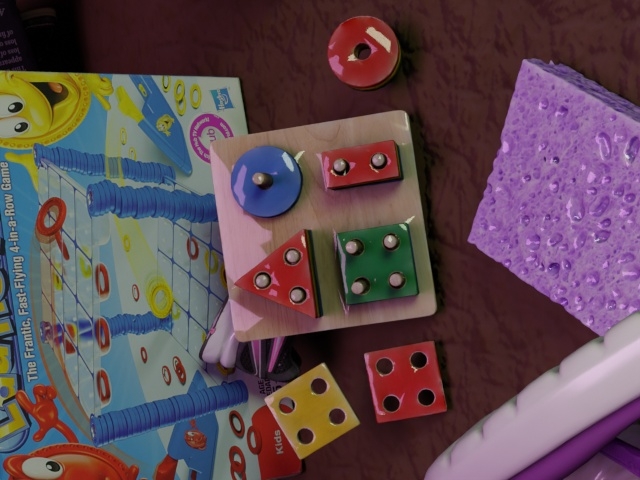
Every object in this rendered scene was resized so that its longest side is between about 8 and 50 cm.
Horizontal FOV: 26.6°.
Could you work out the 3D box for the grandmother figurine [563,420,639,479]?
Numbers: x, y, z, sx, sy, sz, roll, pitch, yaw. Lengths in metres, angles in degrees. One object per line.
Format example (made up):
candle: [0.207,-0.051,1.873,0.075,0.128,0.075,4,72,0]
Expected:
grandmother figurine: [0.233,0.187,0.609,0.342,0.104,0.208,34,109,48]

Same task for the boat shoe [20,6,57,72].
boat shoe: [-0.274,-0.164,1.248,0.152,0.056,0.049,-38,68,56]

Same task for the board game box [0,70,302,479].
board game box: [-0.178,0.039,0.941,0.086,0.302,0.308,-19,79,50]

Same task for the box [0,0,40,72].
box: [-0.397,-0.041,1.126,0.179,0.343,0.312,-14,96,51]

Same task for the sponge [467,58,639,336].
sponge: [0.168,-0.004,0.721,0.210,0.031,0.117,39,122,42]

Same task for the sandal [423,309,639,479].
sandal: [0.204,0.042,0.541,0.416,0.169,0.102,-39,74,34]

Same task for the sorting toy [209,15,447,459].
sorting toy: [0.000,0.000,0.856,0.132,0.046,0.274,-8,88,8]

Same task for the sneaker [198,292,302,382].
sneaker: [-0.012,0.017,0.929,0.178,0.077,0.072,-63,2,13]
